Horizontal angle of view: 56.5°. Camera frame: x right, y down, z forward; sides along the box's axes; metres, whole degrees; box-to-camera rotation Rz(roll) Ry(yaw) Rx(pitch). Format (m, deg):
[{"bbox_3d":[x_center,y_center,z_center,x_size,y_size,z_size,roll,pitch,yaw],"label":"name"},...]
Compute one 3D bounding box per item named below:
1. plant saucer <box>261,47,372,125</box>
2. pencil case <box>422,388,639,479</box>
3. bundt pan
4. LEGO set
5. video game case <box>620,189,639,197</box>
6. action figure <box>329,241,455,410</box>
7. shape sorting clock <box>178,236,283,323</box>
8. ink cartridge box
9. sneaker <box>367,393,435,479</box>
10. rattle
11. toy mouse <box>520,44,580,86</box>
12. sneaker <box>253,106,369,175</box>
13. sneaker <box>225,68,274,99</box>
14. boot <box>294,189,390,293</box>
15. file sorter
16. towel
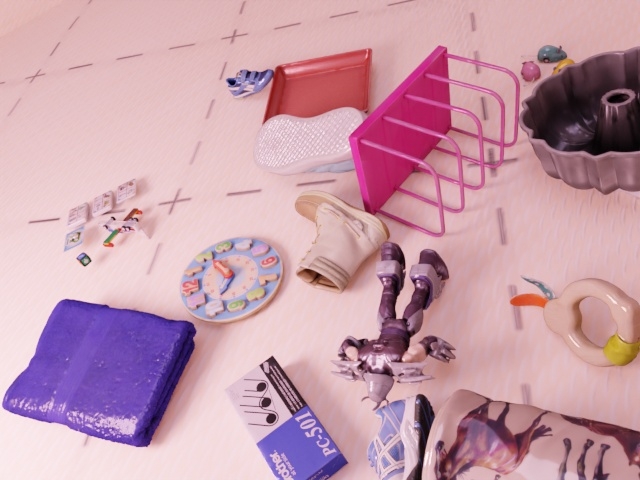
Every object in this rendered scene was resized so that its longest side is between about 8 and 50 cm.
[{"bbox_3d":[0.001,-0.359,1.455,0.258,0.048,0.259,-6,49,14],"label":"plant saucer"},{"bbox_3d":[0.317,0.297,0.671,0.410,0.160,0.183,9,39,26],"label":"pencil case"},{"bbox_3d":[0.528,-0.202,1.050,0.330,0.124,0.331,-16,39,14],"label":"bundt pan"},{"bbox_3d":[-0.485,-0.030,1.346,0.182,0.060,0.244,-26,37,1],"label":"LEGO set"},{"bbox_3d":[0.651,-0.121,1.023,0.201,0.023,0.183,-41,49,-18],"label":"video game case"},{"bbox_3d":[0.122,0.135,0.924,0.185,0.099,0.285,2,48,25],"label":"action figure"},{"bbox_3d":[-0.172,0.069,1.134,0.206,0.040,0.206,-10,47,11],"label":"shape sorting clock"},{"bbox_3d":[-0.057,0.278,0.900,0.097,0.046,0.207,-34,47,-10],"label":"ink cartridge box"},{"bbox_3d":[0.107,0.312,0.801,0.081,0.080,0.211,-15,40,28],"label":"sneaker"},{"bbox_3d":[0.406,0.097,0.885,0.142,0.130,0.199,-27,18,-20],"label":"rattle"},{"bbox_3d":[0.494,-0.398,1.323,0.161,0.031,0.143,-29,46,-7],"label":"toy mouse"},{"bbox_3d":[0.002,-0.190,1.268,0.365,0.150,0.135,8,84,48],"label":"sneaker"},{"bbox_3d":[-0.185,-0.413,1.539,0.144,0.059,0.053,-15,42,31],"label":"sneaker"},{"bbox_3d":[0.000,0.000,1.112,0.213,0.077,0.165,25,63,32],"label":"boot"},{"bbox_3d":[0.224,-0.180,1.110,0.182,0.202,0.291,27,62,33],"label":"file sorter"},{"bbox_3d":[-0.382,0.227,1.051,0.308,0.076,0.228,6,59,23],"label":"towel"}]
